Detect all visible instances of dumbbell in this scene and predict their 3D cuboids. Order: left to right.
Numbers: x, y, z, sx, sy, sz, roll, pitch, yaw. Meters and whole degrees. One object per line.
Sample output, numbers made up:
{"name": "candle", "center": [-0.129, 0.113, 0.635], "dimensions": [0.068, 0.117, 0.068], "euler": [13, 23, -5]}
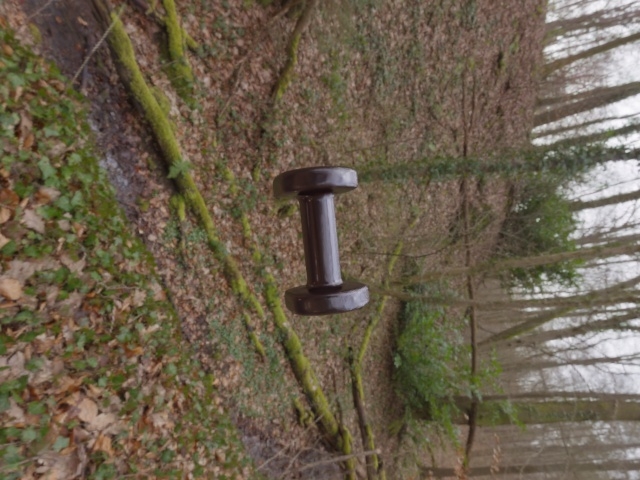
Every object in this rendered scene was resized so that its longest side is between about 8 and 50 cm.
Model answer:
{"name": "dumbbell", "center": [0.000, 0.000, 0.645], "dimensions": [0.140, 0.123, 0.226], "euler": [-178, -97, -72]}
